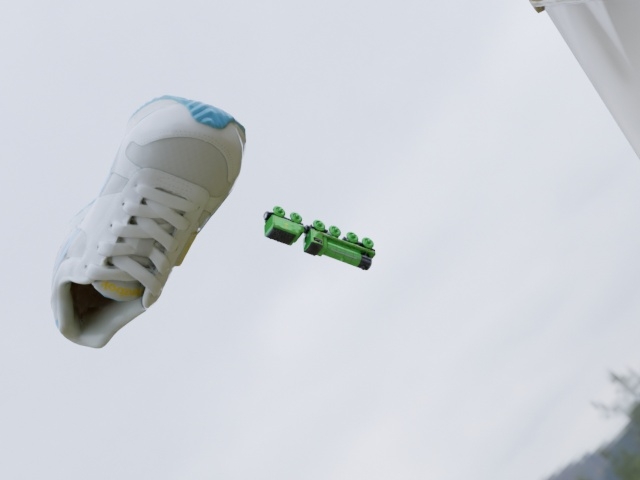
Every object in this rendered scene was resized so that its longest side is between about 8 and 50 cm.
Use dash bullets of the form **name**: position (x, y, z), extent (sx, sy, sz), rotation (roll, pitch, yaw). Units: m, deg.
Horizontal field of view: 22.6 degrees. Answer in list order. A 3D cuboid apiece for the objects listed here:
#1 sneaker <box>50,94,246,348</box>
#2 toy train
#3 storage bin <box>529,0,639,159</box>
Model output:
- **sneaker**: position (-0.117, -0.010, 1.090), extent (0.229, 0.087, 0.092), rotation (-51, 25, 46)
- **toy train**: position (0.000, 0.000, 1.046), extent (0.017, 0.083, 0.024), rotation (-53, 27, 38)
- **storage bin**: position (0.210, -0.015, 0.525), extent (0.123, 0.262, 0.260), rotation (-34, 9, -2)
